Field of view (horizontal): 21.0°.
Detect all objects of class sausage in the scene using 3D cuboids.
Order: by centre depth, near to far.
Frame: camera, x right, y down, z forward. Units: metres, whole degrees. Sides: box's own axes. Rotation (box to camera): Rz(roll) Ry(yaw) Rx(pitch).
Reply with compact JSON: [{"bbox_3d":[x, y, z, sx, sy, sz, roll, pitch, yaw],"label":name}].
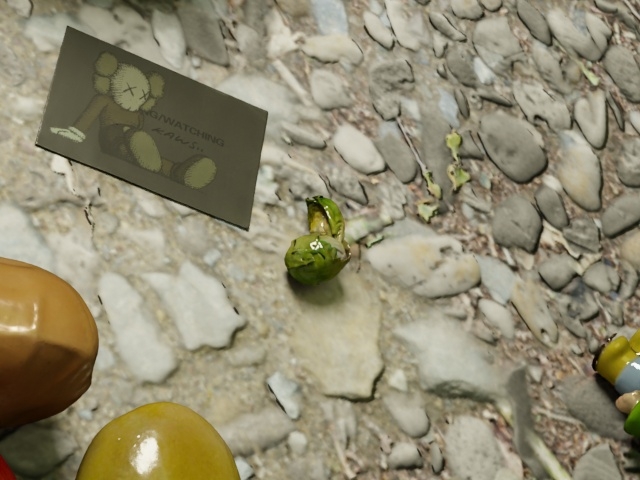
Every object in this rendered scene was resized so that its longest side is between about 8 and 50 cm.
[{"bbox_3d":[-0.268,0.059,1.148,0.241,0.136,0.120,12,55,-22],"label":"sausage"}]

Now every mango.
[{"bbox_3d":[-0.110,0.208,1.188,0.130,0.092,0.195,1,71,-35],"label":"mango"}]

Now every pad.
[{"bbox_3d":[-0.133,-0.093,1.411,0.190,0.004,0.127,22,52,-20],"label":"pad"}]

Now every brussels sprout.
[{"bbox_3d":[0.001,0.000,1.411,0.051,0.046,0.083,35,48,-18],"label":"brussels sprout"}]

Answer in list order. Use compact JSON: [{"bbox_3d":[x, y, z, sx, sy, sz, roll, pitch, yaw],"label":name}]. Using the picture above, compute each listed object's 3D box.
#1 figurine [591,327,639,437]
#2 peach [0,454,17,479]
[{"bbox_3d":[0.347,0.179,1.472,0.162,0.143,0.263,-18,56,-46],"label":"figurine"},{"bbox_3d":[-0.266,0.188,1.020,0.243,0.199,0.243,19,52,-27],"label":"peach"}]
